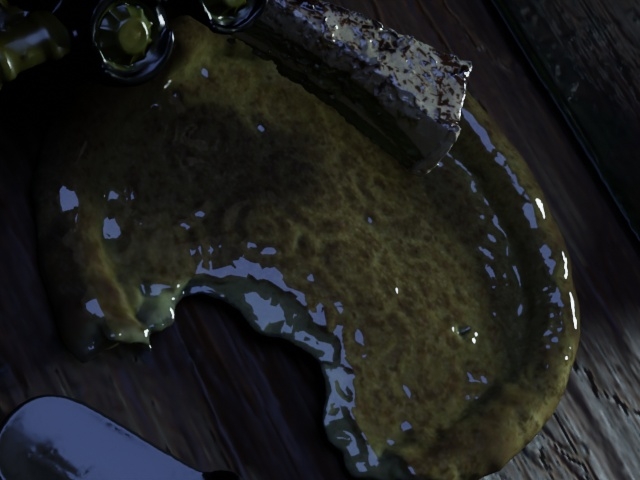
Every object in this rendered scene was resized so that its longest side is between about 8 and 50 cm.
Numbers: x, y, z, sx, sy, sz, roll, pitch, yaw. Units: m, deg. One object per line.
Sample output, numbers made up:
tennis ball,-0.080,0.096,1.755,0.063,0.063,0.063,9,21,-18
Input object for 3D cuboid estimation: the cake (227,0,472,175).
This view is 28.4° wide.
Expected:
cake,0.015,-0.095,0.649,0.140,0.051,0.055,35,55,-5

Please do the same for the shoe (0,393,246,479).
shoe,-0.060,0.124,0.546,0.179,0.049,0.071,34,58,-5

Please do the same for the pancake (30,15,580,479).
pancake,0.000,0.000,0.645,0.286,0.033,0.288,-22,76,-32

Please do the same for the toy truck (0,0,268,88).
toy truck,-0.152,-0.116,0.550,0.257,0.127,0.127,-34,125,-26
